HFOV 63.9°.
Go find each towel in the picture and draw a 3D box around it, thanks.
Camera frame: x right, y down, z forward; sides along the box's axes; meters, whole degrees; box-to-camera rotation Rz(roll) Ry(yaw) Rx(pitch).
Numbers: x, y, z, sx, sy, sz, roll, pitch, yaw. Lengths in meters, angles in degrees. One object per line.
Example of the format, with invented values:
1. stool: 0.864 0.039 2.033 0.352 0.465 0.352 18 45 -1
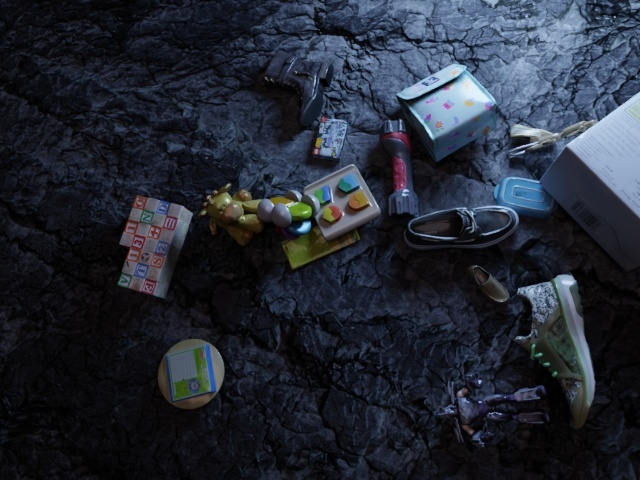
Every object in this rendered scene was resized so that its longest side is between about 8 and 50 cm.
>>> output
1. towel: 0.000 0.000 1.608 0.237 0.021 0.102 -24 73 3

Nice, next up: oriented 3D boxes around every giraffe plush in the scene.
1. giraffe plush: -0.286 -0.096 1.601 0.210 0.170 0.181 11 78 12

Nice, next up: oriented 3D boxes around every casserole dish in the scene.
1. casserole dish: 0.617 -0.133 1.532 0.188 0.037 0.114 13 78 13

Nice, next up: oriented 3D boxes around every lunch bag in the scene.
1. lunch bag: 0.380 -0.416 1.582 0.223 0.160 0.262 -28 62 5

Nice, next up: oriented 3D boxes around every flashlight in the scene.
1. flashlight: 0.236 -0.218 1.585 0.103 0.103 0.304 -9 74 34

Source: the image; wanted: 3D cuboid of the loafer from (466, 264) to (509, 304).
1. loafer: 0.482 0.128 1.481 0.148 0.050 0.056 41 86 16

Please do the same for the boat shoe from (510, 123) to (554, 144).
1. boat shoe: 0.649 -0.318 1.570 0.135 0.050 0.045 17 91 16

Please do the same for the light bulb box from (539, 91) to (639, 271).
1. light bulb box: 0.878 -0.177 1.385 0.361 0.225 0.358 -35 73 -8

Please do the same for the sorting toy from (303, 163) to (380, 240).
1. sorting toy: 0.062 -0.125 1.605 0.193 0.038 0.208 -26 63 2

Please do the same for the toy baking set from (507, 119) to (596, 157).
1. toy baking set: 0.645 -0.287 1.459 0.196 0.256 0.030 -19 91 -2

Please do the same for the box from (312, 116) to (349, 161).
1. box: 0.034 -0.332 1.683 0.094 0.027 0.137 10 78 13

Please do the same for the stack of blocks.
1. stack of blocks: -0.550 0.020 1.659 0.171 0.087 0.297 13 79 12

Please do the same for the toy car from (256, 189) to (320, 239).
1. toy car: -0.096 -0.070 1.581 0.182 0.159 0.136 19 122 46

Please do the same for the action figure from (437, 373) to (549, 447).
1. action figure: 0.456 0.451 1.382 0.285 0.099 0.185 -10 82 11

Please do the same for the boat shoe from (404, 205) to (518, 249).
1. boat shoe: 0.413 -0.035 1.497 0.335 0.119 0.121 -12 74 6

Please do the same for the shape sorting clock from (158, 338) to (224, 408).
1. shape sorting clock: -0.393 0.405 1.561 0.206 0.040 0.206 -3 72 9

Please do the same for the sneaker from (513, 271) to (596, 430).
1. sneaker: 0.623 0.295 1.385 0.182 0.158 0.410 -9 69 21

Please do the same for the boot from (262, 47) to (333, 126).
1. boot: -0.095 -0.518 1.731 0.229 0.091 0.263 17 75 19
